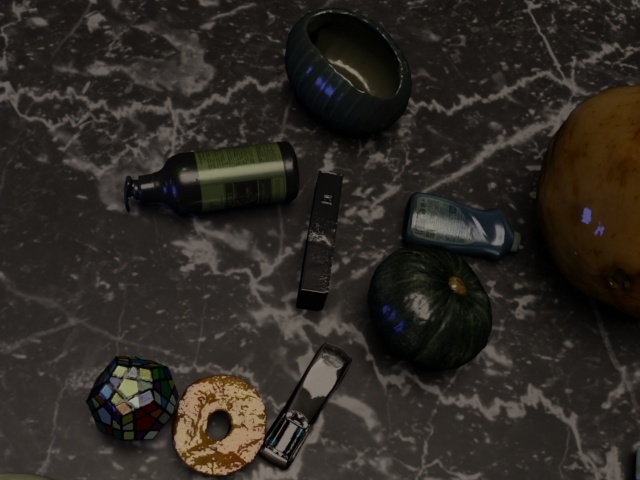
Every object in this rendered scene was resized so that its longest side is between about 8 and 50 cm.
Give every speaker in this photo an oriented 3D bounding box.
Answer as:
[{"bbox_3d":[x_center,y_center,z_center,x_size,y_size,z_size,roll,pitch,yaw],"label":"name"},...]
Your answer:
[{"bbox_3d":[0.000,0.000,1.625,0.044,0.082,0.218,10,63,-3],"label":"speaker"}]

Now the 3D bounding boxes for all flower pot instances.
[{"bbox_3d":[0.047,-0.291,1.722,0.189,0.157,0.243,-38,75,-23],"label":"flower pot"}]

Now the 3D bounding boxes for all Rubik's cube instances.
[{"bbox_3d":[-0.275,0.231,1.459,0.133,0.133,0.112,10,94,-4],"label":"Rubik's cube"}]

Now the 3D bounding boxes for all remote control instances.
[{"bbox_3d":[-0.022,0.252,1.533,0.059,0.028,0.212,29,65,7],"label":"remote control"}]

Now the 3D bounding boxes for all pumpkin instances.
[{"bbox_3d":[0.170,0.105,1.561,0.211,0.152,0.212,22,53,-31],"label":"pumpkin"}]

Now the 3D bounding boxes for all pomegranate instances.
[{"bbox_3d":[0.538,-0.085,1.593,0.409,0.410,0.410,3,65,-7],"label":"pomegranate"}]

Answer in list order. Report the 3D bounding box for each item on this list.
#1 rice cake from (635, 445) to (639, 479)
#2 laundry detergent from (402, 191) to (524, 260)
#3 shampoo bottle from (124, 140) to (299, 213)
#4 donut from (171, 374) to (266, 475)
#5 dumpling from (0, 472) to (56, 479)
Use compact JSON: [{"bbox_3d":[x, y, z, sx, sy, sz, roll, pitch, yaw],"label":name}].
[{"bbox_3d":[0.651,0.387,1.551,0.336,0.063,0.066,13,56,-1],"label":"rice cake"},{"bbox_3d":[0.244,-0.018,1.678,0.206,0.061,0.097,12,62,-3],"label":"laundry detergent"},{"bbox_3d":[-0.180,-0.098,1.631,0.283,0.101,0.101,-8,67,-12],"label":"shampoo bottle"},{"bbox_3d":[-0.151,0.279,1.486,0.151,0.058,0.152,3,66,-6],"label":"donut"},{"bbox_3d":[-0.407,0.398,1.365,0.228,0.124,0.151,16,76,-28],"label":"dumpling"}]
